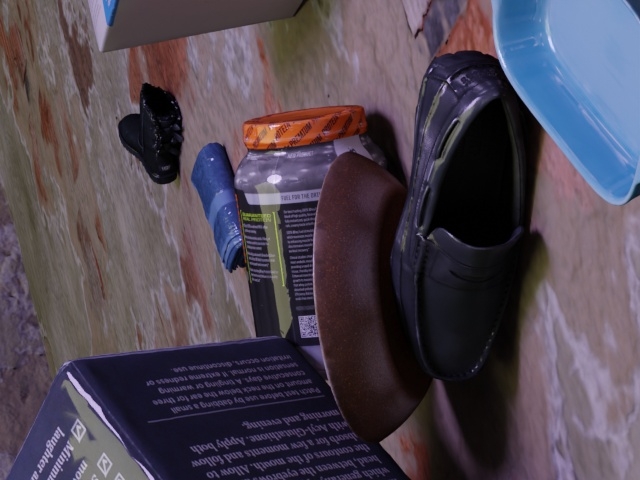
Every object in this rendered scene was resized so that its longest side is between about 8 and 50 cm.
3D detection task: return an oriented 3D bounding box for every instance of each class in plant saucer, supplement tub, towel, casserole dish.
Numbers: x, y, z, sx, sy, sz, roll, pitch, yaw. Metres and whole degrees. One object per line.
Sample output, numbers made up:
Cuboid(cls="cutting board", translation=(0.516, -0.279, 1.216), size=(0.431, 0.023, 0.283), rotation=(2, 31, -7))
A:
Cuboid(cls="plant saucer", translation=(0.045, 0.037, 1.142), size=(0.198, 0.036, 0.199), rotation=(-6, -90, -70))
Cuboid(cls="supplement tub", translation=(0.000, 0.000, 1.254), size=(0.117, 0.117, 0.190), rotation=(-159, 60, -69))
Cuboid(cls="towel", translation=(-0.097, -0.033, 1.673), size=(0.067, 0.029, 0.119), rotation=(112, 143, -58))
Cuboid(cls="casserole dish", translation=(0.143, -0.102, 0.886), size=(0.188, 0.037, 0.114), rotation=(-121, 27, -45))

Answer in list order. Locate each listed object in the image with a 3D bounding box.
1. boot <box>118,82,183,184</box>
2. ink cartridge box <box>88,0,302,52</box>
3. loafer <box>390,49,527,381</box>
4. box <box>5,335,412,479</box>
Cuboid(cls="boot", translation=(-0.189, -0.131, 1.871), size=(0.121, 0.045, 0.099), rotation=(54, 153, 39))
Cuboid(cls="ink cartridge box", translation=(-0.111, -0.291, 1.318), size=(0.171, 0.168, 0.233), rotation=(142, 115, -76))
Cuboid(cls="loafer", translation=(0.088, -0.005, 1.047), size=(0.078, 0.076, 0.223), rotation=(-117, 26, -60))
Cuboid(cls="box", translation=(-0.043, 0.302, 1.106), size=(0.395, 0.212, 0.293), rotation=(48, 122, 31))
